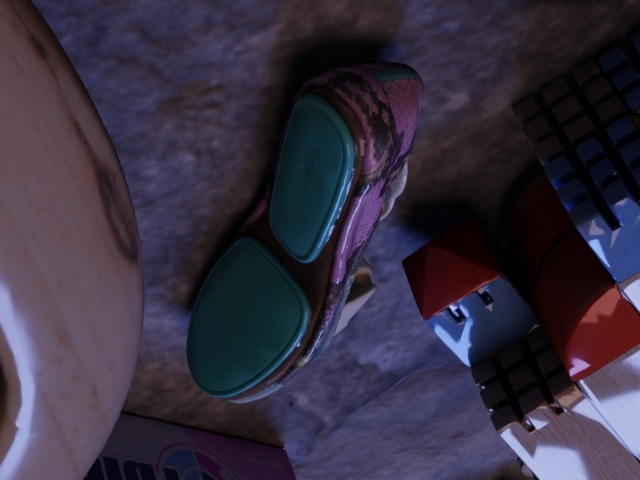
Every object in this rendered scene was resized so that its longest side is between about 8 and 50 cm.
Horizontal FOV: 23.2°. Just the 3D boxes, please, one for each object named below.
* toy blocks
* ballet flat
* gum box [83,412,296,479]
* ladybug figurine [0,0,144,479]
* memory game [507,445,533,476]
[{"bbox_3d":[0.202,0.000,0.808,0.381,0.190,0.261,-33,130,12],"label":"toy blocks"},{"bbox_3d":[0.000,0.000,0.771,0.079,0.077,0.221,-19,148,-38],"label":"ballet flat"},{"bbox_3d":[-0.089,0.164,0.888,0.188,0.107,0.062,19,127,-41],"label":"gum box"},{"bbox_3d":[-0.226,-0.005,0.564,0.305,0.162,0.449,-18,142,-7],"label":"ladybug figurine"},{"bbox_3d":[0.212,0.110,1.056,0.186,0.012,0.186,-14,143,-11],"label":"memory game"}]
